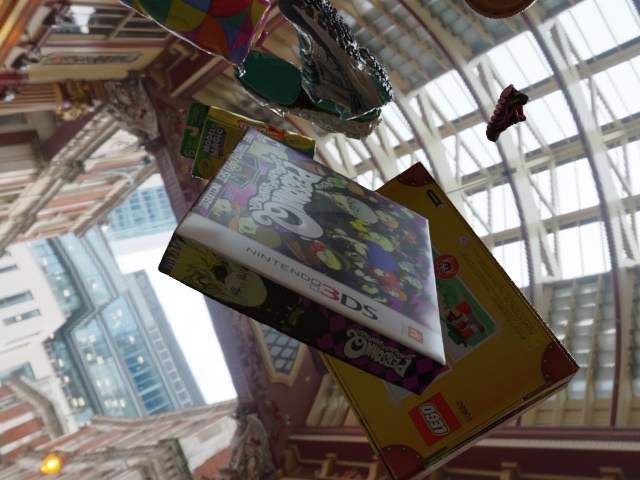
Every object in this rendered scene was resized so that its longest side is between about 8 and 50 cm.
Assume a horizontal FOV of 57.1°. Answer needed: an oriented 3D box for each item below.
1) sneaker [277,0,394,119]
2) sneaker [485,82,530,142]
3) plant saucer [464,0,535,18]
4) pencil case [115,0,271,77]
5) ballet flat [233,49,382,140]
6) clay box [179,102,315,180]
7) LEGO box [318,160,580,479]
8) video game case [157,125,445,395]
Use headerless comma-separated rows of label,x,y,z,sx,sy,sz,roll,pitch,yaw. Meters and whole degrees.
sneaker,0.010,-0.287,0.965,0.122,0.283,0.110,-29,-130,23
sneaker,0.334,-0.217,1.044,0.057,0.047,0.119,32,-36,18
plant saucer,0.347,-0.525,1.108,0.200,0.037,0.200,24,-54,38
pencil case,-0.174,-0.297,0.708,0.236,0.104,0.104,26,-49,-14
ballet flat,-0.043,-0.352,1.507,0.408,0.147,0.147,22,-58,2
clay box,-0.133,-0.149,1.031,0.053,0.221,0.127,-88,-162,-45
LEGO box,0.185,0.156,1.160,0.372,0.193,0.500,-33,-116,3
video game case,0.000,0.000,0.500,0.210,0.232,0.042,27,-62,-7
